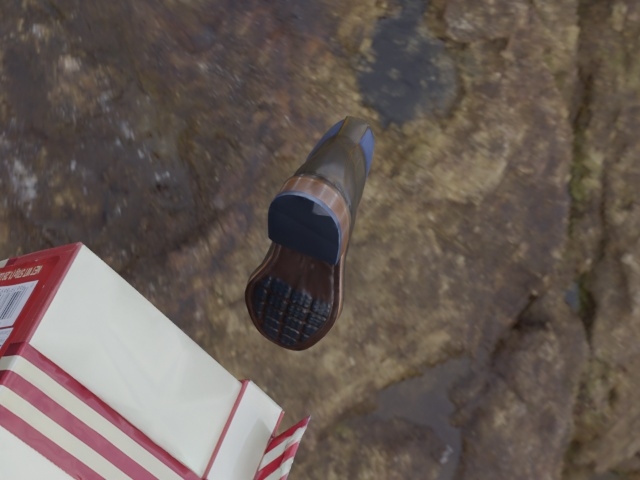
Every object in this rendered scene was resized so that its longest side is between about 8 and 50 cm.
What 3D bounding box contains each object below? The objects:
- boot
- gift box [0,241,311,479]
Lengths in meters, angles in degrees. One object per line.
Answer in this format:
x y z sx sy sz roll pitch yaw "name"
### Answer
0.000 0.000 0.986 0.082 0.106 0.219 26 144 6 "boot"
-0.183 0.159 0.913 0.258 0.255 0.276 47 55 -30 "gift box"
